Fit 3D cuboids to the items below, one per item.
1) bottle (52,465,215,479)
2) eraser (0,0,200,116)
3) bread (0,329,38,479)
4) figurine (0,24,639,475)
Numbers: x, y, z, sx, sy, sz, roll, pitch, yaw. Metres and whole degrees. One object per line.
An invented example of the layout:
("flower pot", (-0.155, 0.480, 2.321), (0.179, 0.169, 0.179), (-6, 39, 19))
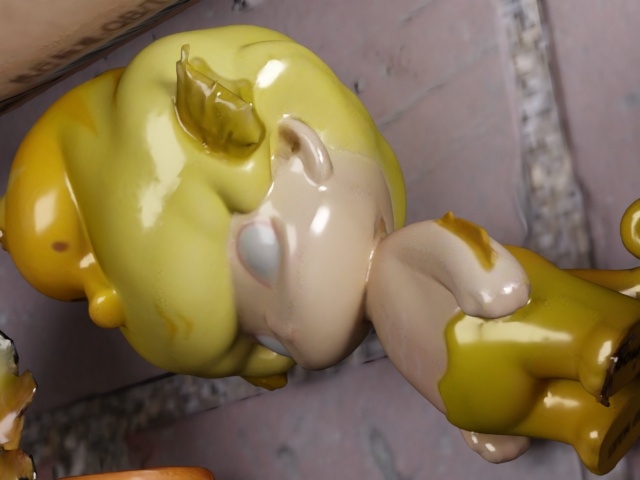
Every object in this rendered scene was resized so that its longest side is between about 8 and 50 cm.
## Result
("bottle", (-0.066, 0.179, 0.693), (0.069, 0.069, 0.187), (-10, 80, 39))
("eraser", (-0.115, -0.101, 0.717), (0.290, 0.171, 0.087), (-25, 96, 36))
("bread", (-0.188, 0.245, 0.644), (0.346, 0.242, 0.405), (38, 133, 43))
("figurine", (0.000, 0.000, 0.635), (0.246, 0.131, 0.156), (26, 142, 25))
